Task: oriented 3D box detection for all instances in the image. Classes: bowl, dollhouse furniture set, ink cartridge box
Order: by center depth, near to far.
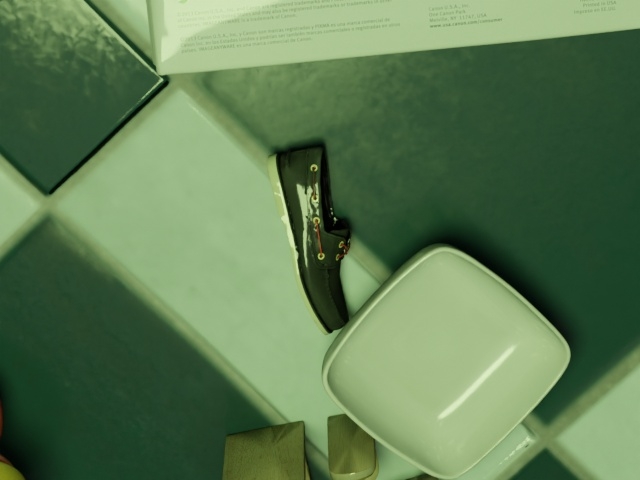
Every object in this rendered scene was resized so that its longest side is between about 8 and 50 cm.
[{"bbox_3d":[0.039,-0.258,1.202,0.309,0.130,0.272,-5,105,0],"label":"ink cartridge box"},{"bbox_3d":[0.082,0.078,1.336,0.142,0.053,0.142,39,99,-21],"label":"bowl"},{"bbox_3d":[0.019,0.214,1.347,0.144,0.123,0.151,-12,107,3],"label":"dollhouse furniture set"}]

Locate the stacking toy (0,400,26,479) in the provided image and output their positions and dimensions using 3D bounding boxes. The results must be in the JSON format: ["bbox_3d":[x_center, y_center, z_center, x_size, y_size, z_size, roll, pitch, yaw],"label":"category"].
[{"bbox_3d":[-0.381,0.162,1.306,0.309,0.130,0.279,15,140,-40],"label":"stacking toy"}]

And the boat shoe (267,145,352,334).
[{"bbox_3d":[0.000,0.001,1.322,0.042,0.049,0.133,-11,102,11],"label":"boat shoe"}]
